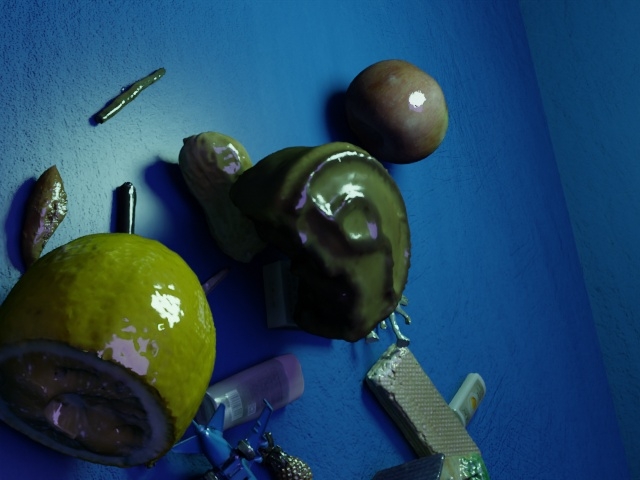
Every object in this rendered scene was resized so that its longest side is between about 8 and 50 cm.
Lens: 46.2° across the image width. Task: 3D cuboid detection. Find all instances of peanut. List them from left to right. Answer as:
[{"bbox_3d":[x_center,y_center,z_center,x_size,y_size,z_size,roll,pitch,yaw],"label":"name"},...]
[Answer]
[{"bbox_3d":[-0.190,-0.101,1.594,0.291,0.143,0.159,65,33,-15],"label":"peanut"}]

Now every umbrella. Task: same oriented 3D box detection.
[{"bbox_3d":[-0.372,-0.050,1.445,0.036,0.031,0.133,49,36,-66],"label":"umbrella"}]

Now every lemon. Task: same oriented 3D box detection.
[{"bbox_3d":[-0.325,0.149,1.181,0.364,0.364,0.364,23,59,-43],"label":"lemon"}]

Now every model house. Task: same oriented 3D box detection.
[{"bbox_3d":[0.254,0.663,1.726,0.280,0.245,0.312,20,54,-53],"label":"model house"}]

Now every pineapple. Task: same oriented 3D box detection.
[{"bbox_3d":[-0.086,0.455,1.552,0.159,0.074,0.074,48,44,-19],"label":"pineapple"}]

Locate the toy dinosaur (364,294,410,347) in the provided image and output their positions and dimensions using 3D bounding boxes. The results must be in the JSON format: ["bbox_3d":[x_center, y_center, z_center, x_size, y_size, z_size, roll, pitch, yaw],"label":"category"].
[{"bbox_3d":[0.135,0.170,1.884,0.393,0.092,0.205,28,41,-46],"label":"toy dinosaur"}]

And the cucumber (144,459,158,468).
[{"bbox_3d":[-0.281,0.306,1.379,0.069,0.069,0.227,38,52,-34],"label":"cucumber"}]

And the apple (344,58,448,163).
[{"bbox_3d":[0.215,-0.355,2.057,0.235,0.306,0.305,-48,117,-12],"label":"apple"}]

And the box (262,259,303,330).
[{"bbox_3d":[-0.028,0.135,1.749,0.233,0.067,0.149,11,70,-48],"label":"box"}]

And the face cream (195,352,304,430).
[{"bbox_3d":[-0.138,0.315,1.539,0.269,0.073,0.107,-13,97,-51],"label":"face cream"}]

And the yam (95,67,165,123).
[{"bbox_3d":[-0.386,-0.303,1.536,0.234,0.029,0.027,-57,146,-46],"label":"yam"}]

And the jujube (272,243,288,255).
[{"bbox_3d":[-0.050,-0.082,1.720,0.183,0.183,0.243,-25,111,-51],"label":"jujube"}]

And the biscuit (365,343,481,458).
[{"bbox_3d":[0.269,0.463,1.942,0.144,0.078,0.426,-45,111,-31],"label":"biscuit"}]

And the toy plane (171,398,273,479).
[{"bbox_3d":[-0.170,0.424,1.410,0.254,0.105,0.271,-40,123,-16],"label":"toy plane"}]

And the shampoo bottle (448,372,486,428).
[{"bbox_3d":[0.408,0.473,2.137,0.227,0.056,0.086,-38,114,-50],"label":"shampoo bottle"}]

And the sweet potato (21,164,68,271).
[{"bbox_3d":[-0.477,-0.040,1.294,0.068,0.060,0.205,14,71,-9],"label":"sweet potato"}]

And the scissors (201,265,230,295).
[{"bbox_3d":[-0.262,0.128,1.510,0.300,0.022,0.109,-45,114,-49],"label":"scissors"}]

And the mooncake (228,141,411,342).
[{"bbox_3d":[0.000,0.000,1.514,0.394,0.246,0.393,13,86,-44],"label":"mooncake"}]
